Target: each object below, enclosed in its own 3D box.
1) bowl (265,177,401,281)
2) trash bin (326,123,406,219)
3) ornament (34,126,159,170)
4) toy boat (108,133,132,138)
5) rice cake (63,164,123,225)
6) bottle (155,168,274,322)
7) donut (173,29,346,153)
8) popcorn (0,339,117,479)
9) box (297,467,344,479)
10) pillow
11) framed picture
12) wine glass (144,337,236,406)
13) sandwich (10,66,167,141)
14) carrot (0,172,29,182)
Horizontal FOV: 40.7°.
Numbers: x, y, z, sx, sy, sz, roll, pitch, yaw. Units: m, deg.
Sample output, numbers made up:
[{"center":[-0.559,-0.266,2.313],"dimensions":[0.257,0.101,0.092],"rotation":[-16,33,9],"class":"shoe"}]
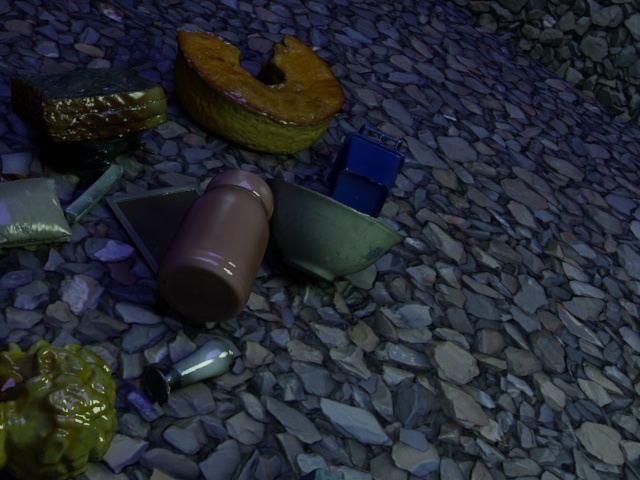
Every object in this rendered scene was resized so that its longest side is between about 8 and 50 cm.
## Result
[{"center":[0.000,0.000,1.791],"dimensions":[0.314,0.146,0.313],"rotation":[23,-6,3],"class":"bowl"},{"center":[0.101,-0.144,1.992],"dimensions":[0.163,0.184,0.234],"rotation":[24,25,-1],"class":"trash bin"},{"center":[-0.460,-0.209,1.842],"dimensions":[0.202,0.080,0.236],"rotation":[11,24,27],"class":"ornament"},{"center":[-0.472,-0.258,1.928],"dimensions":[0.140,0.059,0.066],"rotation":[-2,17,-28],"class":"toy boat"},{"center":[-0.461,-0.094,1.746],"dimensions":[0.034,0.043,0.211],"rotation":[36,36,-6],"class":"rice cake"},{"center":[-0.196,0.003,1.647],"dimensions":[0.173,0.206,0.296],"rotation":[31,45,-16],"class":"bottle"},{"center":[-0.155,-0.359,2.147],"dimensions":[0.435,0.163,0.377],"rotation":[-2,47,-35],"class":"donut"},{"center":[-0.409,0.245,1.265],"dimensions":[0.217,0.181,0.235],"rotation":[-9,43,-35],"class":"popcorn"},{"center":[0.000,0.464,1.288],"dimensions":[0.162,0.130,0.227],"rotation":[33,34,-16],"class":"box"},{"center":[-0.555,-0.049,1.591],"dimensions":[0.182,0.078,0.134],"rotation":[-7,72,-38],"class":"pillow"},{"center":[-0.278,-0.004,1.768],"dimensions":[0.231,0.018,0.293],"rotation":[-13,52,-40],"class":"framed picture"},{"center":[-0.226,0.226,1.489],"dimensions":[0.072,0.072,0.155],"rotation":[44,41,22],"class":"wine glass"},{"center":[-0.484,-0.297,1.816],"dimensions":[0.271,0.099,0.301],"rotation":[-17,27,-27],"class":"sandwich"},{"center":[-0.657,-0.087,1.609],"dimensions":[0.229,0.069,0.069],"rotation":[-11,51,-37],"class":"carrot"}]
